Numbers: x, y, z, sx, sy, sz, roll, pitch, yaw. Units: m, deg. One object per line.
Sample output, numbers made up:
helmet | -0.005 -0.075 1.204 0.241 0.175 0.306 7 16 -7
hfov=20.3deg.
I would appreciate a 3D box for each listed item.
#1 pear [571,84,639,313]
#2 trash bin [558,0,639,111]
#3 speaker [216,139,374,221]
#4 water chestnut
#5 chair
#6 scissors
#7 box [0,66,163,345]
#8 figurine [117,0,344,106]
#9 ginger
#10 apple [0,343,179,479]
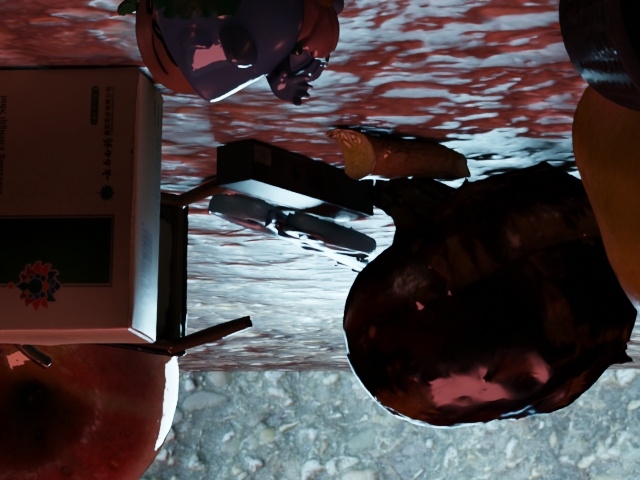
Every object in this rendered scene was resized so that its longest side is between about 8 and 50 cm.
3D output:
pear | 0.310 -0.022 1.210 0.285 0.285 0.336 5 171 -17
trash bin | 0.207 -0.134 0.970 0.175 0.175 0.161 4 -178 -12
speaker | -0.020 -0.056 1.703 0.046 0.040 0.191 -9 165 36
water chestnut | 0.148 0.038 1.678 0.300 0.300 0.300 2 169 0
chair | -0.199 0.022 1.777 0.166 0.188 0.272 10 163 -34
scissors | 0.000 -0.001 1.960 0.180 0.032 0.393 17 176 16
box | -0.218 -0.026 1.432 0.168 0.212 0.095 -1 170 9
figurine | -0.059 -0.135 1.133 0.144 0.114 0.178 -2 177 29
ginger | 0.067 -0.073 1.597 0.137 0.044 0.057 5 150 -27
apple | -0.351 0.169 2.138 0.364 0.364 0.364 2 169 0
